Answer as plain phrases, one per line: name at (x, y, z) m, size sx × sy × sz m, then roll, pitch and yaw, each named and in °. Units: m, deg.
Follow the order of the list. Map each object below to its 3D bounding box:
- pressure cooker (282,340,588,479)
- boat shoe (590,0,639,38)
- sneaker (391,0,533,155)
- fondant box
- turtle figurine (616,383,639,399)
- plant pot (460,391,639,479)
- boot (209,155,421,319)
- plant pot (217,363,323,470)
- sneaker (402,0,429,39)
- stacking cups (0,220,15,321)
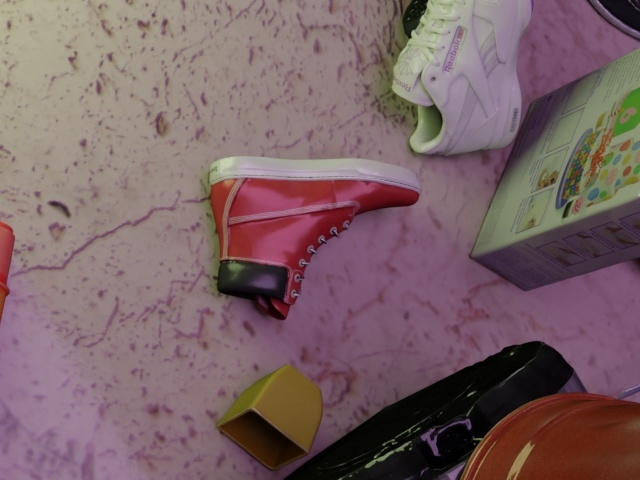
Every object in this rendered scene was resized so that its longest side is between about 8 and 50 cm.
pressure cooker at (0.174, 0.359, 1.477) m, size 0.375 × 0.370 × 0.420 m, roll -30°, pitch 88°, yaw -25°
boat shoe at (0.378, -0.374, 1.915) m, size 0.302 × 0.091 × 0.114 m, roll 38°, pitch 64°, yaw -13°
sneaker at (0.159, -0.229, 1.698) m, size 0.152 × 0.114 × 0.305 m, roll -14°, pitch 120°, yaw -20°
fondant box at (0.329, -0.089, 1.685) m, size 0.096 × 0.330 × 0.238 m, roll 31°, pitch 66°, yaw -16°
turtle figurine at (0.552, 0.192, 1.743) m, size 0.266 × 0.198 × 0.274 m, roll -50°, pitch 132°, yaw 7°
plant pot at (0.282, 0.244, 1.200) m, size 0.272 × 0.265 × 0.272 m, roll 4°, pitch 77°, yaw -19°
boot at (0.000, 0.000, 1.642) m, size 0.244 × 0.088 × 0.176 m, roll -1°, pitch 78°, yaw -18°
plant pot at (-0.044, 0.181, 1.579) m, size 0.081 × 0.081 × 0.083 m, roll 40°, pitch 53°, yaw -12°
sneaker at (0.187, -0.309, 1.818) m, size 0.097 × 0.084 × 0.235 m, roll 42°, pitch 73°, yaw -23°
stacking cups at (-0.357, 0.134, 1.439) m, size 0.096 × 0.096 × 0.316 m, roll 18°, pitch 65°, yaw -22°
